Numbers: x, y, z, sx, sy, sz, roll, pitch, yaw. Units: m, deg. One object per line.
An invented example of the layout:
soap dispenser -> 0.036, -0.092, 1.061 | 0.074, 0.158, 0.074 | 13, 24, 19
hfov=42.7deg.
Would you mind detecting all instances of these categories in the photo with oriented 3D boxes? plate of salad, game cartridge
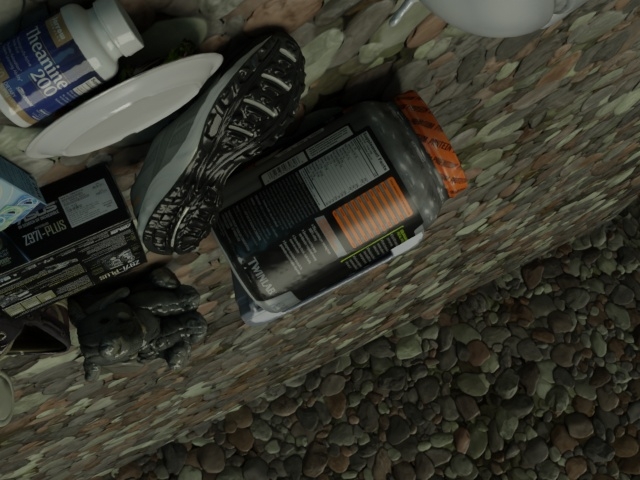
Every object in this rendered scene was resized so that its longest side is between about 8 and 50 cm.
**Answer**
plate of salad -> -0.182, -0.131, 0.752 | 0.200, 0.048, 0.200 | -28, -177, 1
game cartridge -> 0.000, 0.000, 1.250 | 0.294, 0.196, 0.060 | -27, 128, 7

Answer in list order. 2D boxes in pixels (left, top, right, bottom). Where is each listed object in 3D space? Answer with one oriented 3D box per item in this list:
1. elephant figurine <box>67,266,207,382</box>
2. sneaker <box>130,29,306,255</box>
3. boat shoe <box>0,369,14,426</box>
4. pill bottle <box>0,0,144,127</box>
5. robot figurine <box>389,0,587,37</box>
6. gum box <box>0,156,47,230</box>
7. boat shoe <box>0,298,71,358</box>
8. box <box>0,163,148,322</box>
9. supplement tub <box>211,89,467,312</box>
elephant figurine -> -0.297, 0.130, 1.195 | 0.239, 0.169, 0.186 | -16, 146, -55
sneaker -> -0.122, -0.115, 0.873 | 0.100, 0.108, 0.271 | 23, 113, -47
boat shoe -> -0.524, 0.194, 1.076 | 0.099, 0.116, 0.319 | -6, 158, 8
pill bottle -> -0.206, -0.147, 0.657 | 0.120, 0.067, 0.067 | -30, 164, 2
robot figurine -> 0.195, -0.296, 0.643 | 0.353, 0.200, 0.300 | -31, 144, 5
gum box -> -0.372, -0.035, 0.764 | 0.157, 0.041, 0.184 | -30, 163, 2
boat shoe -> -0.415, 0.106, 1.024 | 0.103, 0.092, 0.285 | -34, 163, 15
box -> -0.303, 0.006, 0.939 | 0.180, 0.077, 0.147 | -25, 163, -12
supplement tub -> 0.021, -0.056, 1.088 | 0.316, 0.193, 0.193 | -29, 164, 3
